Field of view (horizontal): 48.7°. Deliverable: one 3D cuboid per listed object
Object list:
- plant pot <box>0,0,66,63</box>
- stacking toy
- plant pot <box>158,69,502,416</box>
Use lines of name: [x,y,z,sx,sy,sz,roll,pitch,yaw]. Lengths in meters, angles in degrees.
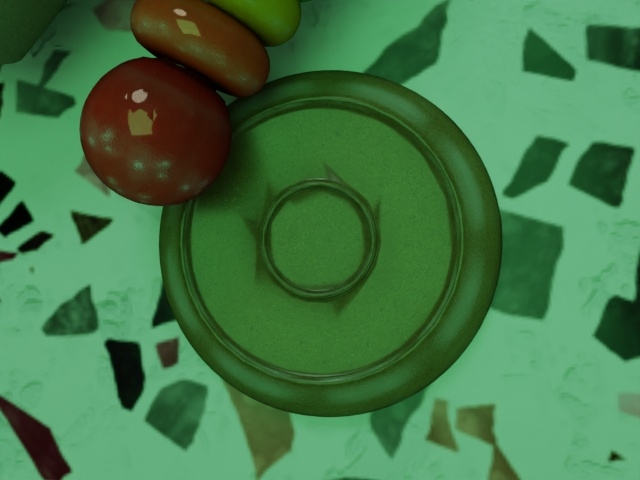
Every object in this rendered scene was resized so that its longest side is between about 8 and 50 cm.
plant pot: [-0.209,-0.259,0.425,0.256,0.256,0.274,26,108,9]
stacking toy: [-0.044,-0.174,0.429,0.141,0.141,0.331,27,93,9]
plant pot: [0.000,0.000,0.466,0.236,0.032,0.237,-1,87,10]
